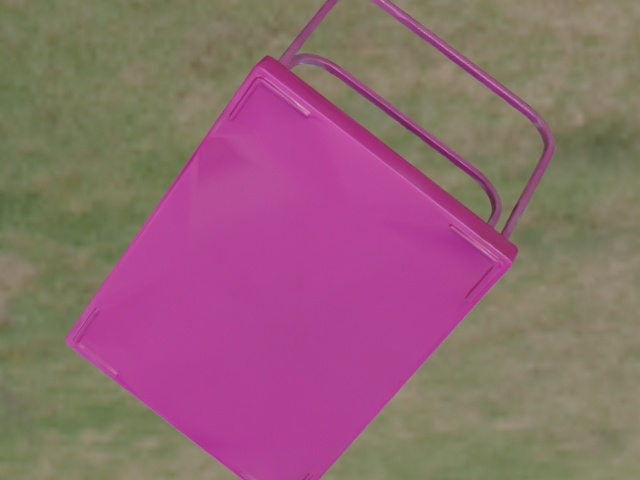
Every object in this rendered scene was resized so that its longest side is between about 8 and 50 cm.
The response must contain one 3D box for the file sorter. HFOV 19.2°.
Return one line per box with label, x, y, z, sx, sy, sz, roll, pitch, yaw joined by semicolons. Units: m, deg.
file sorter;0.000;0.000;1.324;0.202;0.182;0.290;38;127;-1
